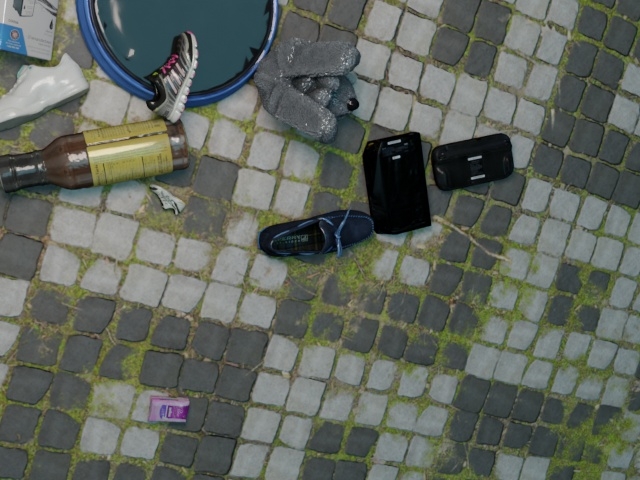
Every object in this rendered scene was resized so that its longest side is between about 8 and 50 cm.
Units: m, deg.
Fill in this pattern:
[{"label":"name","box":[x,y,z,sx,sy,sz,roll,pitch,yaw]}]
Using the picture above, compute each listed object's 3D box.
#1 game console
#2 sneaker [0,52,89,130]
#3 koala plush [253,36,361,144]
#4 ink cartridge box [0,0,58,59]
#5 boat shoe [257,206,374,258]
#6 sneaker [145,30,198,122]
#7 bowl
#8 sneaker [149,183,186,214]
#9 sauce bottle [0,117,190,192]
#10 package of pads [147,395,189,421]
[{"label":"game console","box":[0.271,-0.145,1.835,0.361,0.044,0.213,-13,106,-16]},{"label":"sneaker","box":[-0.541,-0.275,1.518,0.212,0.080,0.094,-30,97,-19]},{"label":"koala plush","box":[-0.001,-0.298,1.642,0.221,0.203,0.196,2,107,-64]},{"label":"ink cartridge box","box":[-0.533,-0.424,1.442,0.082,0.139,0.190,14,99,18]},{"label":"boat shoe","box":[0.000,0.000,1.743,0.258,0.089,0.109,-16,105,-16]},{"label":"sneaker","box":[-0.277,-0.306,1.518,0.075,0.063,0.170,12,101,-27]},{"label":"bowl","box":[-0.263,-0.449,1.571,0.391,0.077,0.391,-4,102,-18]},{"label":"sneaker","box":[-0.311,-0.082,1.650,0.083,0.032,0.037,34,88,-21]},{"label":"sauce bottle","box":[-0.425,-0.157,1.555,0.344,0.111,0.111,-11,104,-16]},{"label":"package of pads","box":[-0.320,0.355,1.732,0.083,0.032,0.050,7,101,-20]}]
